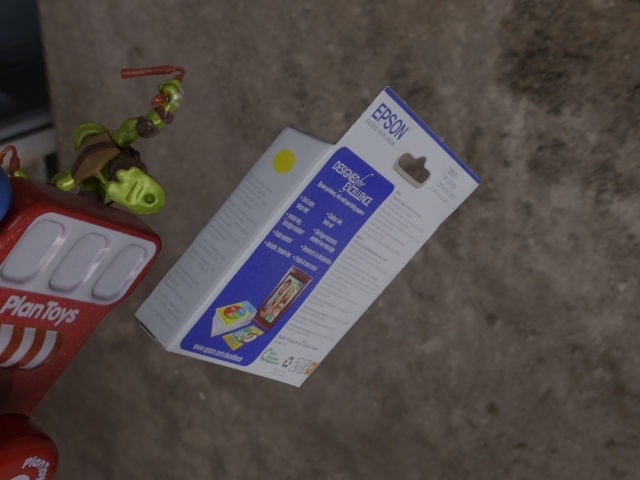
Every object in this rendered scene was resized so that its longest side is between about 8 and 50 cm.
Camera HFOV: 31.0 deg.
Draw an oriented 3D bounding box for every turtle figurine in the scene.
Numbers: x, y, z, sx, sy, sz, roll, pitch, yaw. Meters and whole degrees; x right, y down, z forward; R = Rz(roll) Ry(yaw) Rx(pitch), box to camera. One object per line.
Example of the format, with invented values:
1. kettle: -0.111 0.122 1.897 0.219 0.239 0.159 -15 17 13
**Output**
1. turtle figurine: -0.232 -0.063 1.170 0.087 0.269 0.217 60 -178 -34

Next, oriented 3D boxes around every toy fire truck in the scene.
1. toy fire truck: -0.260 0.058 0.779 0.169 0.302 0.254 39 96 25

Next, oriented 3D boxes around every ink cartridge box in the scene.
1. ink cartridge box: 0.000 0.000 1.146 0.072 0.303 0.307 41 94 27
